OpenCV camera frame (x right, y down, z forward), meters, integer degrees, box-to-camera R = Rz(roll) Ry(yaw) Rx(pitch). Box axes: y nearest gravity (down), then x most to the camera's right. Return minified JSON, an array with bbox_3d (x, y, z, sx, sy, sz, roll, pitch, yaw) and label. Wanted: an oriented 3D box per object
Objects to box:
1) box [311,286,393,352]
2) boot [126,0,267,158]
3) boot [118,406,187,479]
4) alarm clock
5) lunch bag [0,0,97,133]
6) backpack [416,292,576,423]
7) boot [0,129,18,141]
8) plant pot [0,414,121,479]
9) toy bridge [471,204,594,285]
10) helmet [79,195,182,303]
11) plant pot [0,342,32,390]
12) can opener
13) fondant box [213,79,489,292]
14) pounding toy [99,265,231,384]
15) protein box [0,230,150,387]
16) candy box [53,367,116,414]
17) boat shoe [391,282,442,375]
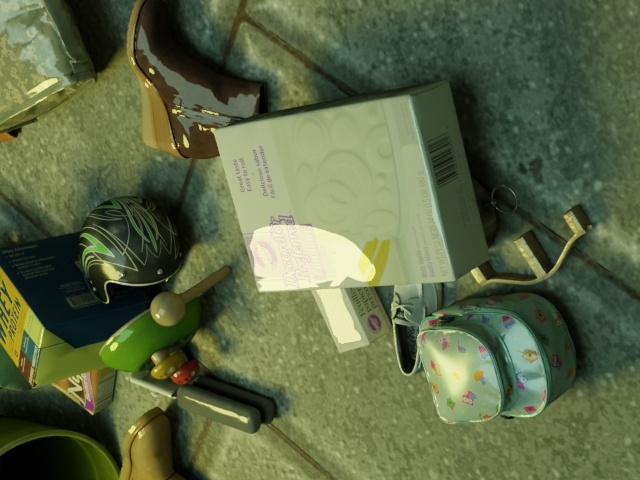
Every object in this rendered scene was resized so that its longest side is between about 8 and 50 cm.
[{"bbox_3d":[0.000,0.000,1.740,0.067,0.063,0.324,-22,94,43],"label":"box"},{"bbox_3d":[-0.173,-0.239,1.780,0.207,0.090,0.248,6,112,24],"label":"boot"},{"bbox_3d":[-0.224,0.441,2.108,0.269,0.089,0.236,37,139,21],"label":"boot"},{"bbox_3d":[0.181,-0.032,1.580,0.192,0.064,0.129,-20,96,45],"label":"alarm clock"},{"bbox_3d":[-0.473,-0.317,1.910,0.287,0.169,0.235,-19,97,47],"label":"lunch bag"},{"bbox_3d":[0.229,0.154,1.574,0.188,0.144,0.166,-12,96,38],"label":"backpack"},{"bbox_3d":[-0.634,-0.179,2.150,0.220,0.109,0.283,-9,137,10],"label":"boot"},{"bbox_3d":[-0.621,0.479,2.291,0.353,0.366,0.366,17,120,46],"label":"plant pot"},{"bbox_3d":[0.275,0.019,1.552,0.188,0.026,0.063,-32,91,42],"label":"toy bridge"},{"bbox_3d":[-0.302,0.011,1.924,0.169,0.169,0.161,50,143,10],"label":"helmet"},{"bbox_3d":[-0.607,0.118,2.172,0.290,0.290,0.195,25,88,28],"label":"plant pot"},{"bbox_3d":[-0.202,0.241,2.002,0.280,0.074,0.093,19,120,31],"label":"can opener"},{"bbox_3d":[0.036,-0.062,1.579,0.330,0.096,0.238,-5,105,40],"label":"fondant box"},{"bbox_3d":[-0.231,0.163,1.915,0.237,0.183,0.110,-44,76,38],"label":"pounding toy"},{"bbox_3d":[-0.427,0.108,2.014,0.201,0.200,0.136,45,132,33],"label":"protein box"},{"bbox_3d":[-0.420,0.207,2.178,0.109,0.053,0.186,31,125,25],"label":"candy box"},{"bbox_3d":[0.125,0.101,1.683,0.066,0.063,0.184,16,119,33],"label":"boat shoe"}]
